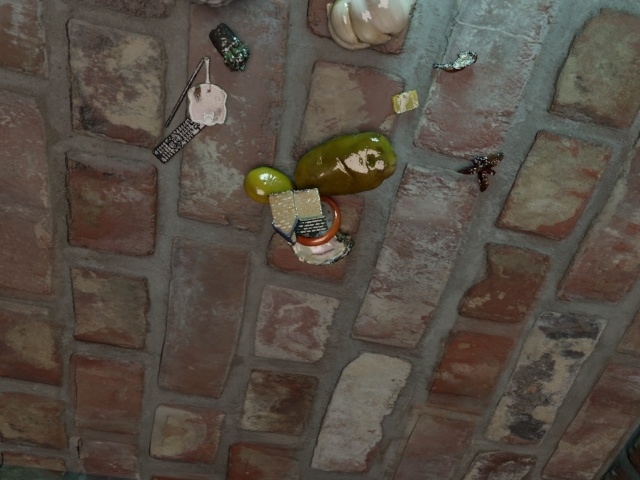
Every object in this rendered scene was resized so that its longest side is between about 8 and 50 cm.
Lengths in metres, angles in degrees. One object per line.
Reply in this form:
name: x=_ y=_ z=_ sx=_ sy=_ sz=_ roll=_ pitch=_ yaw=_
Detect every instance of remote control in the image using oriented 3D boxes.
remote control: x=-0.487 y=-0.364 z=1.466 sx=0.245 sy=0.025 sz=0.063 roll=-37 pitch=111 yaw=13

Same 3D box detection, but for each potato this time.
potato: x=0.081 y=-0.259 z=1.467 sx=0.368 sy=0.177 sz=0.196 roll=-11 pitch=148 yaw=11

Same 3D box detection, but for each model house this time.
model house: x=-0.073 y=-0.070 z=1.438 sx=0.182 sy=0.166 sz=0.172 roll=-13 pitch=73 yaw=1

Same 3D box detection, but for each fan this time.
fan: x=-0.377 y=-0.497 z=1.405 sx=0.131 sy=0.009 sz=0.220 roll=-3 pitch=112 yaw=-16

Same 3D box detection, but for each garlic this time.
garlic: x=0.167 y=-0.681 z=1.260 sx=0.281 sy=0.185 sz=0.203 roll=-38 pitch=126 yaw=13

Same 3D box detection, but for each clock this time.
clock: x=-0.025 y=-0.075 z=1.536 sx=0.205 sy=0.206 sz=0.051 roll=-18 pitch=157 yaw=7

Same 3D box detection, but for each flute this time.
flute: x=-0.460 y=-0.494 z=1.415 sx=0.014 sy=0.014 sz=0.270 roll=32 pitch=109 yaw=-15

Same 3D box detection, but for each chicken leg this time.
chicken leg: x=0.448 y=-0.587 z=1.388 sx=0.144 sy=0.037 sz=0.062 roll=-23 pitch=91 yaw=7

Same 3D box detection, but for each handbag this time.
handbag: x=0.290 y=-0.476 z=1.438 sx=0.083 sy=0.027 sz=0.061 roll=-17 pitch=113 yaw=3

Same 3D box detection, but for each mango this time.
mango: x=-0.178 y=-0.188 z=1.501 sx=0.195 sy=0.138 sz=0.098 roll=22 pitch=155 yaw=-15

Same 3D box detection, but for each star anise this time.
star anise: x=0.593 y=-0.247 z=1.490 sx=0.140 sy=0.144 sz=0.158 roll=23 pitch=111 yaw=-20

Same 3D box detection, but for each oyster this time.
oyster: x=0.000 y=-0.003 z=1.610 sx=0.259 sy=0.092 sz=0.199 roll=9 pitch=112 yaw=13

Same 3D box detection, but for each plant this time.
plant: x=-0.285 y=-0.607 z=1.332 sx=0.092 sy=0.094 sz=0.143 roll=-37 pitch=99 yaw=-1

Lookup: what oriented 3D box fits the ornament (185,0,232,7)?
ornament: x=-0.310 y=-0.805 z=1.118 sx=0.336 sy=0.337 sz=0.338 roll=-1 pitch=114 yaw=-1
